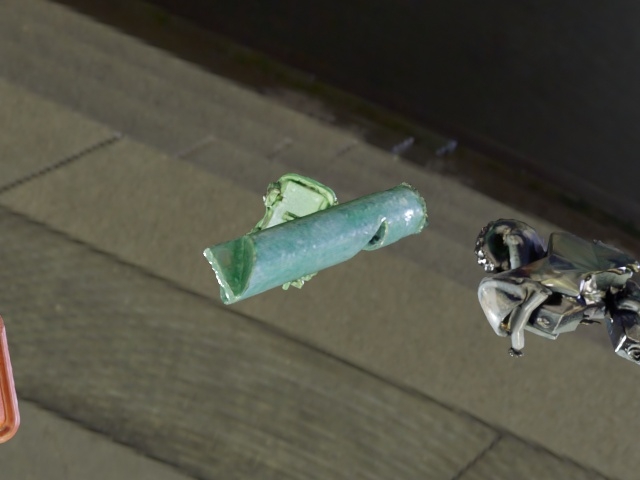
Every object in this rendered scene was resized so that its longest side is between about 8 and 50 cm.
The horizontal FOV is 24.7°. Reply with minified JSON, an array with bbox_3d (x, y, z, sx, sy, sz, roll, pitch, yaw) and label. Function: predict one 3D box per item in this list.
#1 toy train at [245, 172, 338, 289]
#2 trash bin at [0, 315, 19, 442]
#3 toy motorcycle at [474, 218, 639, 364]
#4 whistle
[{"bbox_3d":[-0.040,-0.008,1.771,0.099,0.149,0.081,22,13,-5],"label":"toy train"},{"bbox_3d":[-0.439,0.141,1.542,0.184,0.238,0.161,-14,73,1],"label":"trash bin"},{"bbox_3d":[0.285,0.074,1.628,0.270,0.106,0.159,28,45,9],"label":"toy motorcycle"},{"bbox_3d":[0.000,0.000,0.907,0.039,0.039,0.186,42,35,22],"label":"whistle"}]
